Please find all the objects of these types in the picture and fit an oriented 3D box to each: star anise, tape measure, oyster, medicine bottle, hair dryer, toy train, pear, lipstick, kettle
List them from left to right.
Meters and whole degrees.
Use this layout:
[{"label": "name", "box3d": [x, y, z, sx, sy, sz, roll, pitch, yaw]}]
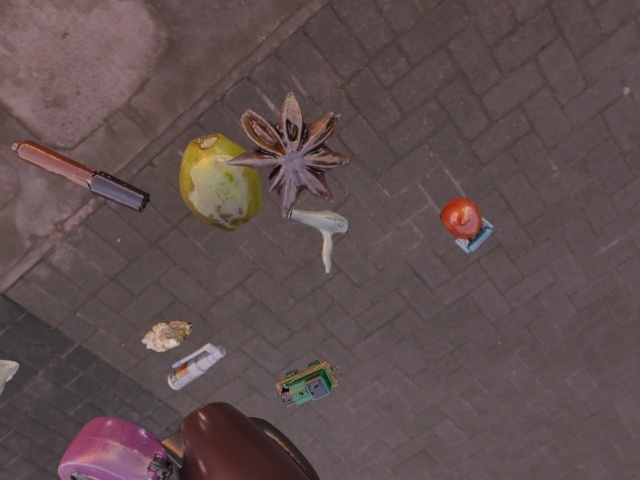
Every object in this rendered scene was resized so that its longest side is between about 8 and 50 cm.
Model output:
[{"label": "lipstick", "box3d": [-0.707, -0.195, 1.284, 0.419, 0.077, 0.077, 24, 111, 0]}, {"label": "tape measure", "box3d": [-0.239, 0.270, 0.515, 0.125, 0.074, 0.118, 19, 127, -4]}, {"label": "oyster", "box3d": [-0.468, 0.288, 1.349, 0.163, 0.191, 0.081, -23, 110, -36]}, {"label": "medicine bottle", "box3d": [-0.406, 0.398, 1.392, 0.221, 0.061, 0.092, -35, 128, 16]}, {"label": "pear", "box3d": [-0.325, -0.186, 1.413, 0.269, 0.269, 0.321, -24, 106, 4]}, {"label": "kettle", "box3d": [-0.086, 0.312, 0.569, 0.202, 0.232, 0.143, 10, 105, -43]}, {"label": "star anise", "box3d": [-0.075, -0.202, 1.084, 0.316, 0.108, 0.314, -3, 114, -6]}, {"label": "toy train", "box3d": [-0.043, 0.455, 1.361, 0.228, 0.136, 0.091, -25, 94, 5]}, {"label": "hair dryer", "box3d": [-0.022, -0.026, 1.494, 0.219, 0.224, 0.088, 30, 151, -10]}]

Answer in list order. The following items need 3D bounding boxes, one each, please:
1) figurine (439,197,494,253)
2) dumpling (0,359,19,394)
[{"label": "figurine", "box3d": [0.246, -0.025, 0.733, 0.068, 0.075, 0.140, -46, 150, 13]}, {"label": "dumpling", "box3d": [-0.688, 0.285, 0.805, 0.151, 0.229, 0.124, -32, 77, 0]}]
